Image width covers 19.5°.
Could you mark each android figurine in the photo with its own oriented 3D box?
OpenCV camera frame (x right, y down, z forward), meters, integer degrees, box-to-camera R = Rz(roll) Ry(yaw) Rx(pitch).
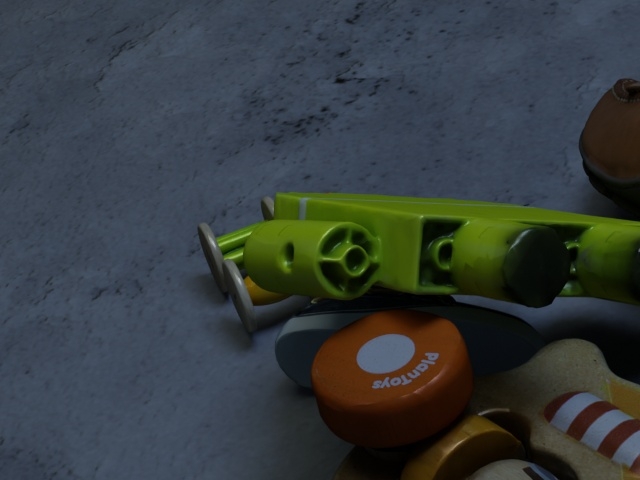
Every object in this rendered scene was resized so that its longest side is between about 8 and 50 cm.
[{"bbox_3d":[0.077,0.006,1.067,0.248,0.056,0.273,1,3,-32],"label":"android figurine"}]

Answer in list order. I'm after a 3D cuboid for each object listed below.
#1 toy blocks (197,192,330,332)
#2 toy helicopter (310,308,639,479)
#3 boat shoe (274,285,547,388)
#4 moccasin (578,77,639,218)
[{"bbox_3d":[0.000,0.000,1.297,0.148,0.054,0.123,-20,27,-10],"label":"toy blocks"},{"bbox_3d":[0.175,0.120,0.935,0.355,0.140,0.235,-16,32,-1],"label":"toy helicopter"},{"bbox_3d":[0.065,0.050,1.171,0.183,0.065,0.083,1,34,29],"label":"boat shoe"},{"bbox_3d":[0.248,-0.065,1.095,0.139,0.147,0.380,23,5,-4],"label":"moccasin"}]
